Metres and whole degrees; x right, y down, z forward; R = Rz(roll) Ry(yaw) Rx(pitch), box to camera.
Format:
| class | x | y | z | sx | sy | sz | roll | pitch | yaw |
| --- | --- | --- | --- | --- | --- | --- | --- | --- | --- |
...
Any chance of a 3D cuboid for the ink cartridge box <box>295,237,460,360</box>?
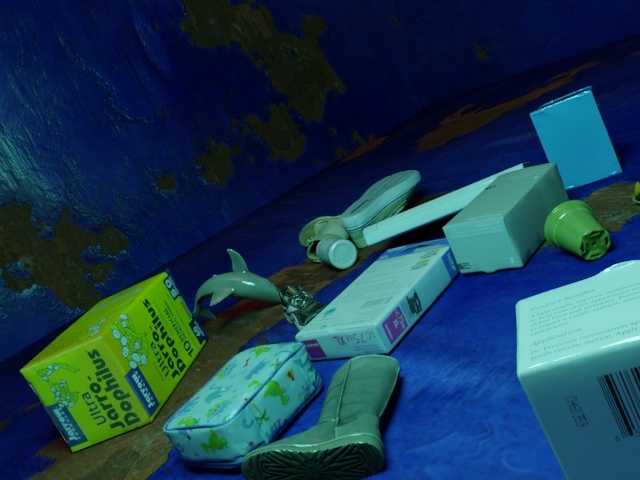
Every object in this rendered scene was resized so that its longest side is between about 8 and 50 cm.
| class | x | y | z | sx | sy | sz | roll | pitch | yaw |
| --- | --- | --- | --- | --- | --- | --- | --- | --- | --- |
| ink cartridge box | 0.118 | 0.096 | 1.200 | 0.186 | 0.065 | 0.311 | -15 | 20 | 44 |

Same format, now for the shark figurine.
| class | x | y | z | sx | sy | sz | roll | pitch | yaw |
| --- | --- | --- | --- | --- | --- | --- | --- | --- | --- |
| shark figurine | -0.240 | 0.133 | 1.587 | 0.278 | 0.166 | 0.116 | -21 | 24 | 30 |

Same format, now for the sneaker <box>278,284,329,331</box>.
| class | x | y | z | sx | sy | sz | roll | pitch | yaw |
| --- | --- | --- | --- | --- | --- | --- | --- | --- | --- |
| sneaker | -0.041 | 0.129 | 1.360 | 0.072 | 0.077 | 0.178 | -34 | 15 | -25 |

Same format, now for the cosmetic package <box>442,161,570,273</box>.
| class | x | y | z | sx | sy | sz | roll | pitch | yaw |
| --- | --- | --- | --- | --- | --- | --- | --- | --- | --- |
| cosmetic package | 0.334 | -0.041 | 1.210 | 0.127 | 0.107 | 0.238 | -12 | 16 | 44 |

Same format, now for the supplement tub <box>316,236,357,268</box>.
| class | x | y | z | sx | sy | sz | roll | pitch | yaw |
| --- | --- | --- | --- | --- | --- | --- | --- | --- | --- |
| supplement tub | 0.037 | 0.028 | 1.617 | 0.071 | 0.071 | 0.107 | -30 | 12 | -13 |

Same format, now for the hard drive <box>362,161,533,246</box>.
| class | x | y | z | sx | sy | sz | roll | pitch | yaw |
| --- | --- | --- | --- | --- | --- | --- | --- | --- | --- |
| hard drive | 0.286 | -0.080 | 1.484 | 0.353 | 0.047 | 0.233 | -22 | -1 | 22 |

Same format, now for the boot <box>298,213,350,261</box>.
| class | x | y | z | sx | sy | sz | roll | pitch | yaw |
| --- | --- | --- | --- | --- | --- | --- | --- | --- | --- |
| boot | 0.000 | 0.000 | 1.803 | 0.213 | 0.077 | 0.165 | -14 | 20 | 36 |

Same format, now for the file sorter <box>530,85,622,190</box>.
| class | x | y | z | sx | sy | sz | roll | pitch | yaw |
| --- | --- | --- | --- | --- | --- | --- | --- | --- | --- |
| file sorter | 0.511 | -0.206 | 1.357 | 0.118 | 0.170 | 0.104 | -20 | 12 | 31 |

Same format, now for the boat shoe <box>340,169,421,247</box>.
| class | x | y | z | sx | sy | sz | roll | pitch | yaw |
| --- | --- | --- | --- | --- | --- | --- | --- | --- | --- |
| boat shoe | 0.161 | -0.087 | 1.763 | 0.109 | 0.094 | 0.302 | 2 | 31 | 47 |

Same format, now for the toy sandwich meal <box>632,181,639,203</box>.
| class | x | y | z | sx | sy | sz | roll | pitch | yaw |
| --- | --- | --- | --- | --- | --- | --- | --- | --- | --- |
| toy sandwich meal | 0.546 | -0.085 | 1.114 | 0.085 | 0.029 | 0.085 | -26 | 13 | 6 |

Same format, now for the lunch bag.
| class | x | y | z | sx | sy | sz | roll | pitch | yaw |
| --- | --- | --- | --- | --- | --- | --- | --- | --- | --- |
| lunch bag | -0.115 | 0.242 | 1.023 | 0.176 | 0.090 | 0.219 | -16 | 17 | 39 |

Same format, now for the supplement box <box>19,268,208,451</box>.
| class | x | y | z | sx | sy | sz | roll | pitch | yaw |
| --- | --- | --- | --- | --- | --- | --- | --- | --- | --- |
| supplement box | -0.407 | 0.234 | 1.424 | 0.195 | 0.194 | 0.356 | -24 | 13 | 16 |

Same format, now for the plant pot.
| class | x | y | z | sx | sy | sz | roll | pitch | yaw |
| --- | --- | --- | --- | --- | --- | --- | --- | --- | --- |
| plant pot | 0.395 | -0.008 | 1.034 | 0.083 | 0.083 | 0.079 | -26 | 25 | 3 |

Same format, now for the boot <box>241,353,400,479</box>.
| class | x | y | z | sx | sy | sz | roll | pitch | yaw |
| --- | --- | --- | --- | --- | --- | --- | --- | --- | --- |
| boot | 0.009 | 0.225 | 0.875 | 0.190 | 0.076 | 0.208 | -10 | 23 | 10 |

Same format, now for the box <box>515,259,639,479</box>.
| class | x | y | z | sx | sy | sz | roll | pitch | yaw |
| --- | --- | --- | --- | --- | --- | --- | --- | --- | --- |
| box | 0.267 | 0.118 | 0.522 | 0.181 | 0.182 | 0.119 | -22 | 15 | 24 |
